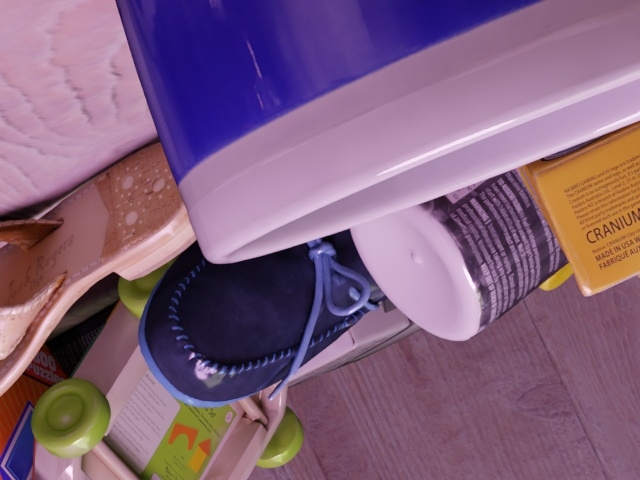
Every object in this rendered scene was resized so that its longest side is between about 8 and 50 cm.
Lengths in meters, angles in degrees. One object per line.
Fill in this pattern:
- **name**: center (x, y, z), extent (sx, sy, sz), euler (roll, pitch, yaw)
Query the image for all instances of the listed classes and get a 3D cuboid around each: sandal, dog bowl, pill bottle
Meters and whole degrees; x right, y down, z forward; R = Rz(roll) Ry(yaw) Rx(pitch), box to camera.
- **sandal**: center (-0.169, 0.013, 0.815), extent (0.240, 0.088, 0.079), euler (-34, 140, 19)
- **dog bowl**: center (0.066, -0.084, 0.541), extent (0.264, 0.104, 0.265), euler (-21, 178, -1)
- **pill bottle**: center (0.147, -0.049, 1.051), extent (0.245, 0.130, 0.130), euler (-36, 179, -23)

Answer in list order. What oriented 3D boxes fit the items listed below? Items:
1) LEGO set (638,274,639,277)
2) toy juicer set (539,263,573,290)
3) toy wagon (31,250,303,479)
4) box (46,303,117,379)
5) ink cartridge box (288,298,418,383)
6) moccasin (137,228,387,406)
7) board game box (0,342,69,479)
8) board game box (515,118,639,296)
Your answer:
- **LEGO set**: center (0.311, -0.015, 1.329), extent (0.287, 0.107, 0.132), euler (-7, 127, -34)
- **toy juicer set**: center (0.215, -0.097, 1.251), extent (0.209, 0.089, 0.329), euler (-5, 135, -56)
- **toy wagon**: center (-0.095, 0.113, 1.221), extent (0.344, 0.068, 0.267), euler (-60, 146, -23)
- **box**: center (-0.140, 0.104, 1.421), extent (0.207, 0.108, 0.153), euler (-28, 173, 37)
- **ink cartridge box**: center (0.013, 0.077, 1.726), extent (0.211, 0.122, 0.289), euler (-30, 172, 33)
- **moccasin**: center (0.000, 0.000, 1.134), extent (0.117, 0.138, 0.342), euler (-36, -178, 42)
- **board game box**: center (-0.329, 0.359, 1.244), extent (0.356, 0.356, 0.356), euler (-27, -167, 19)
- **board game box**: center (0.207, -0.095, 0.809), extent (0.242, 0.064, 0.316), euler (-26, -165, 6)
